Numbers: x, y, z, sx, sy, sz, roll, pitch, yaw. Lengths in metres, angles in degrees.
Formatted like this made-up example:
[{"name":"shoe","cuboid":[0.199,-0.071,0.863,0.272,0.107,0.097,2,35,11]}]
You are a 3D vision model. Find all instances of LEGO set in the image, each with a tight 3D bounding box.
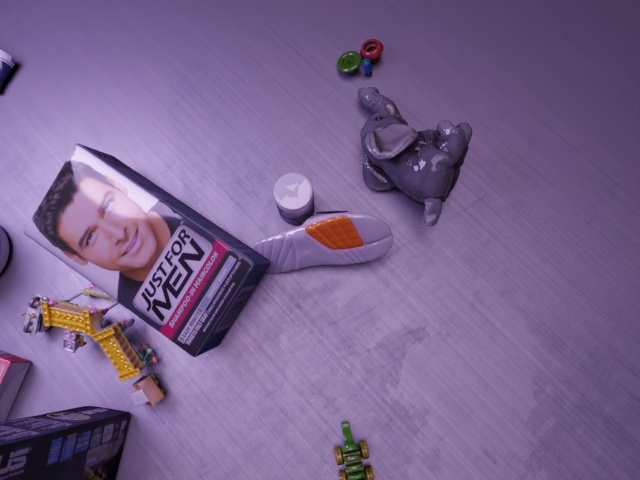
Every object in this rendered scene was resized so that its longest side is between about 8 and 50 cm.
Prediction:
[{"name":"LEGO set","cuboid":[-0.370,0.162,0.823,0.287,0.107,0.132,30,114,3]}]

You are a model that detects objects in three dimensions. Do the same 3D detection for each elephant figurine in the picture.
[{"name":"elephant figurine","cuboid":[0.139,-0.167,0.862,0.240,0.186,0.169,21,121,17]}]

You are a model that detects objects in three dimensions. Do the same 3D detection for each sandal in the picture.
[{"name":"sandal","cuboid":[-0.004,-0.009,0.843,0.266,0.101,0.076,-9,32,15]}]

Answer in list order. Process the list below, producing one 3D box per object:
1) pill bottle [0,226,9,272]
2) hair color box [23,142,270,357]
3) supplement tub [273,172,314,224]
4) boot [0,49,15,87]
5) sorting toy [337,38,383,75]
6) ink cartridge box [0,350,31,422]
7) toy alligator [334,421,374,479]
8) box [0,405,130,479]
[{"name":"pill bottle","cuboid":[-0.663,-0.003,0.764,0.147,0.264,0.146,0,76,1]},{"name":"hair color box","cuboid":[-0.298,0.013,0.811,0.375,0.113,0.185,33,94,9]},{"name":"supplement tub","cuboid":[-0.046,-0.073,0.848,0.071,0.107,0.070,0,77,2]},{"name":"boot","cuboid":[-0.734,-0.373,0.936,0.190,0.069,0.085,22,81,-14]},{"name":"sorting toy","cuboid":[0.087,-0.366,0.956,0.102,0.042,0.061,-30,62,6]},{"name":"ink cartridge box","cuboid":[-0.633,0.234,0.808,0.198,0.067,0.115,18,77,4]},{"name":"toy alligator","cuboid":[0.061,0.398,0.761,0.056,0.051,0.189,-11,76,-1]},{"name":"box","cuboid":[-0.407,0.398,0.597,0.097,0.395,0.317,6,76,5]}]
